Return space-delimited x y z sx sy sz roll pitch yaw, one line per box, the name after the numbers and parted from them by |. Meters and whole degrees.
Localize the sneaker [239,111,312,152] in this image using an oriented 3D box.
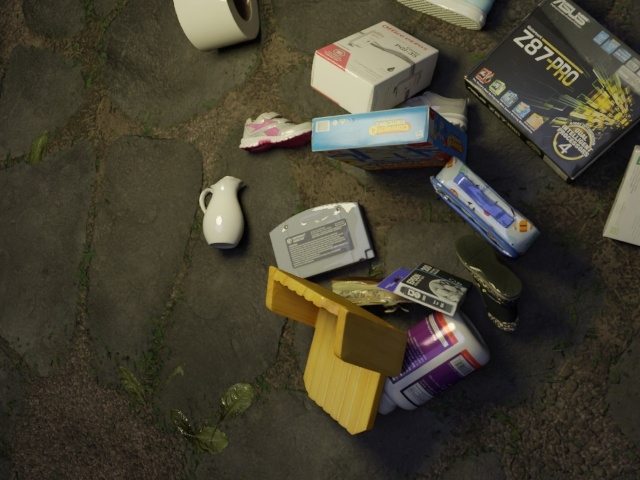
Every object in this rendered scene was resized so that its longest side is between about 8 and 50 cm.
-0.135 -0.341 1.704 0.253 0.103 0.111 -4 87 19 | sneaker

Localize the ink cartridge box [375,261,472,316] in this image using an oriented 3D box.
0.277 0.115 1.470 0.208 0.206 0.045 20 110 20 | ink cartridge box

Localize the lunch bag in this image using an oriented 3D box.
0.409 -0.081 1.415 0.303 0.243 0.115 45 101 16 | lunch bag

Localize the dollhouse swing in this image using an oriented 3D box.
-0.006 0.288 1.435 0.347 0.315 0.304 26 90 52 | dollhouse swing

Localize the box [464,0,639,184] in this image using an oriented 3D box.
0.622 -0.390 1.435 0.318 0.097 0.395 -42 74 10 | box

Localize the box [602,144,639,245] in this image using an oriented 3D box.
0.863 -0.073 1.299 0.322 0.058 0.232 19 122 21 | box

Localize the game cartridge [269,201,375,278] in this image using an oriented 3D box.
0.000 0.000 1.662 0.295 0.060 0.195 -18 84 18 | game cartridge

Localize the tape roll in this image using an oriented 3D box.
-0.313 -0.721 1.717 0.169 0.246 0.245 -8 84 20 | tape roll

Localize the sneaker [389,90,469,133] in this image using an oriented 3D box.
0.281 -0.363 1.573 0.282 0.105 0.115 14 69 19 | sneaker

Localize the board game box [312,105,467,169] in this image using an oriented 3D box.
0.185 -0.254 1.451 0.309 0.302 0.086 1 87 31 | board game box

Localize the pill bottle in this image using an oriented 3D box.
0.268 0.321 1.476 0.323 0.181 0.181 -37 75 14 | pill bottle

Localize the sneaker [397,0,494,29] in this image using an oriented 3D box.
0.313 -0.720 1.555 0.366 0.135 0.150 28 95 8 | sneaker

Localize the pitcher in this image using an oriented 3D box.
-0.319 -0.079 1.757 0.178 0.126 0.206 -13 71 40 | pitcher

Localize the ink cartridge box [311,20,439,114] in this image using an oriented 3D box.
0.147 -0.461 1.506 0.207 0.117 0.283 38 55 23 | ink cartridge box

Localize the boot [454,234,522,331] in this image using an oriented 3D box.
0.431 0.111 1.449 0.085 0.178 0.236 -27 45 -6 | boot

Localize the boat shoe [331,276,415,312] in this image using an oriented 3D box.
0.165 0.154 1.573 0.286 0.105 0.089 3 97 32 | boat shoe
